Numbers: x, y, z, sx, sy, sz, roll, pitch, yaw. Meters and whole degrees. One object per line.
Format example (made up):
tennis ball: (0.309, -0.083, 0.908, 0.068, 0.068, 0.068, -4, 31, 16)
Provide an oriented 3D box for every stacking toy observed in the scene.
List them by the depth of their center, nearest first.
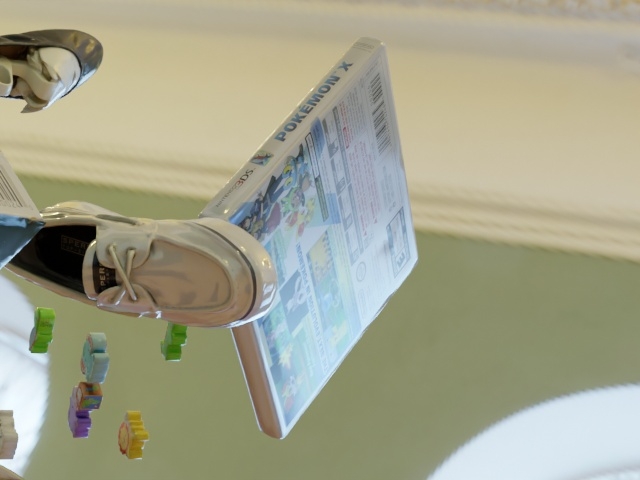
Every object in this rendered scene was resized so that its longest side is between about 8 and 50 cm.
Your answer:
stacking toy: (-0.252, 0.154, 1.655, 0.167, 0.052, 0.221, 4, -52, -26)

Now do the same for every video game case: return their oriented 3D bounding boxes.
video game case: (0.000, 0.000, 1.603, 0.036, 0.300, 0.329, 19, -38, 28)

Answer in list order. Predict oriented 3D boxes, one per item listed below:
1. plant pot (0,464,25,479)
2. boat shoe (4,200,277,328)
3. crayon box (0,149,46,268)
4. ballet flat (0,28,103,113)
plant pot: (-0.462, 0.371, 2.004, 0.215, 0.215, 0.230, 43, -34, -24)
boat shoe: (-0.161, 0.020, 1.272, 0.268, 0.088, 0.096, 17, -70, 33)
crayon box: (-0.371, -0.117, 1.177, 0.081, 0.202, 0.318, -42, -113, 21)
ballet flat: (-0.364, -0.193, 1.775, 0.096, 0.280, 0.095, 50, -51, 36)
